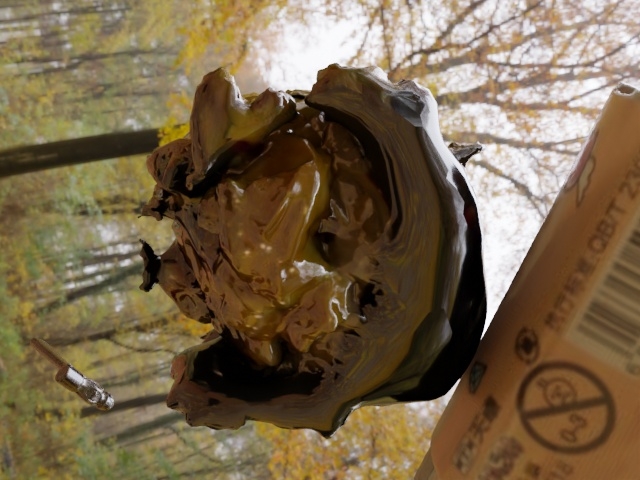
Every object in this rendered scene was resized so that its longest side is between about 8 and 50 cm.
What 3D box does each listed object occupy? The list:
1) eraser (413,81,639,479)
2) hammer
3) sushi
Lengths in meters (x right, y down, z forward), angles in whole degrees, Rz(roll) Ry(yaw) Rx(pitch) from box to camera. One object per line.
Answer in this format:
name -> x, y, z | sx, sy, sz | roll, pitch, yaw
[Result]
eraser -> 0.174, 0.078, 0.418 | 0.171, 0.087, 0.290 | 30, -69, 21
hammer -> -0.270, 0.127, 0.778 | 0.178, 0.021, 0.065 | 19, -23, 50
sushi -> -0.007, 0.001, 0.454 | 0.213, 0.200, 0.204 | -156, -119, -69
